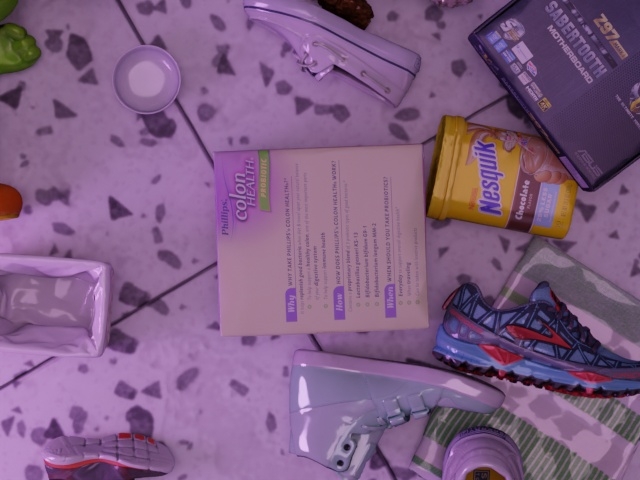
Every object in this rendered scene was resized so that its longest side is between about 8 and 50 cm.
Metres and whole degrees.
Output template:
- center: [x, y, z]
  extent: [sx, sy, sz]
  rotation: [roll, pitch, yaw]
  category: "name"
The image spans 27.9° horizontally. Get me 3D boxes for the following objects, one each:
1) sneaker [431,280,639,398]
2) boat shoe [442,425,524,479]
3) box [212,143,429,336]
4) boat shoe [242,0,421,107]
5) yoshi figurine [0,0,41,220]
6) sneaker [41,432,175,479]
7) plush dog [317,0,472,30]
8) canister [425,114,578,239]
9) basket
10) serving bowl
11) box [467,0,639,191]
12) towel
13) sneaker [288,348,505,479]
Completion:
- center: [0.268, 0.111, 1.493]
  extent: [0.262, 0.104, 0.125]
  rotation: [12, 85, 0]
  category: "sneaker"
- center: [0.196, 0.409, 1.472]
  extent: [0.136, 0.156, 0.367]
  rotation: [1, 100, 6]
  category: "boat shoe"
- center: [0.000, 0.000, 1.511]
  extent: [0.243, 0.117, 0.213]
  rotation: [-3, 90, -2]
  category: "box"
- center: [0.007, -0.226, 1.529]
  extent: [0.226, 0.083, 0.075]
  rotation: [21, 88, -2]
  category: "boat shoe"
- center: [-0.419, -0.201, 1.478]
  extent: [0.203, 0.203, 0.362]
  rotation: [-6, 87, -17]
  category: "yoshi figurine"
- center: [-0.253, 0.272, 1.544]
  extent: [0.158, 0.061, 0.065]
  rotation: [4, 116, 0]
  category: "sneaker"
- center: [0.052, -0.373, 1.495]
  extent: [0.225, 0.210, 0.262]
  rotation: [-22, 90, 23]
  category: "plush dog"
- center: [0.218, -0.074, 1.539]
  extent: [0.170, 0.073, 0.126]
  rotation: [11, 90, -3]
  category: "canister"
- center: [-0.327, 0.074, 1.510]
  extent: [0.167, 0.103, 0.113]
  rotation: [5, 89, -2]
  category: "basket"
- center: [-0.209, -0.193, 1.552]
  extent: [0.083, 0.027, 0.083]
  rotation: [0, 90, -2]
  category: "serving bowl"
- center: [0.311, -0.200, 1.477]
  extent: [0.183, 0.059, 0.232]
  rotation: [-37, 93, -1]
  category: "box"
- center: [0.283, 0.196, 1.556]
  extent: [0.248, 0.038, 0.325]
  rotation: [31, 89, 0]
  category: "towel"
- center: [0.085, 0.217, 1.512]
  extent: [0.256, 0.094, 0.151]
  rotation: [6, 85, 15]
  category: "sneaker"
